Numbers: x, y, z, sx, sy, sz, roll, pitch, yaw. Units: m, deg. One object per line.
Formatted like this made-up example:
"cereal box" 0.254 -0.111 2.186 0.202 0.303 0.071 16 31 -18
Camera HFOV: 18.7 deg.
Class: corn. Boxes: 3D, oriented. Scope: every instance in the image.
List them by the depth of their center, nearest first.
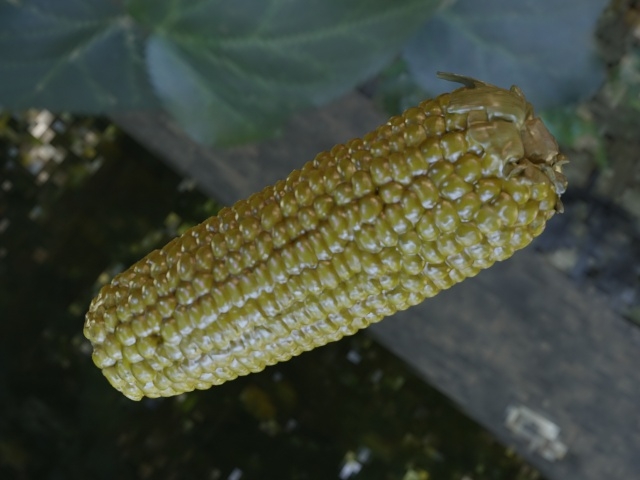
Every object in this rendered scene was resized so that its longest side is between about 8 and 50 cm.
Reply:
"corn" 0.002 0.005 0.990 0.260 0.091 0.091 -25 151 14
